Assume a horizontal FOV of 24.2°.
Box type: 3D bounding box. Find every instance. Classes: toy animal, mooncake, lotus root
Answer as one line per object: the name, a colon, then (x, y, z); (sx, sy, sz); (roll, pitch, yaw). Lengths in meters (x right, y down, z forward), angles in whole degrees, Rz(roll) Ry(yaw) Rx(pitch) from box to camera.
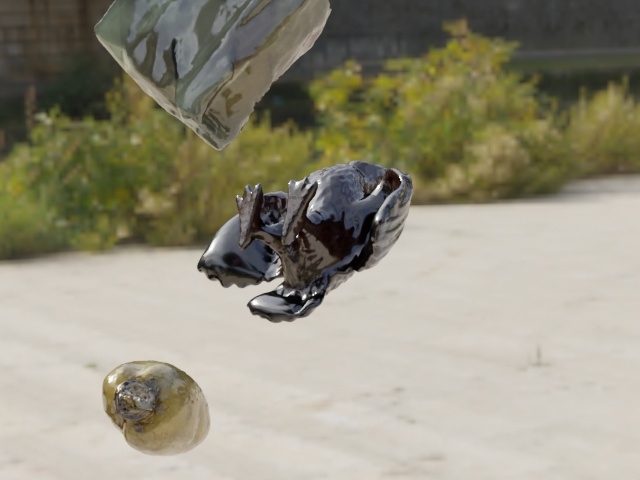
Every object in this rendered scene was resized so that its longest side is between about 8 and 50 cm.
toy animal: (0.004, -0.004, 1.267); (0.218, 0.116, 0.179); (-14, 1, 39)
mooncake: (-0.062, -0.137, 0.961); (0.125, 0.130, 0.073); (43, 6, 33)
lotus root: (-0.116, 0.117, 1.065); (0.063, 0.072, 0.152); (-32, -14, 3)
